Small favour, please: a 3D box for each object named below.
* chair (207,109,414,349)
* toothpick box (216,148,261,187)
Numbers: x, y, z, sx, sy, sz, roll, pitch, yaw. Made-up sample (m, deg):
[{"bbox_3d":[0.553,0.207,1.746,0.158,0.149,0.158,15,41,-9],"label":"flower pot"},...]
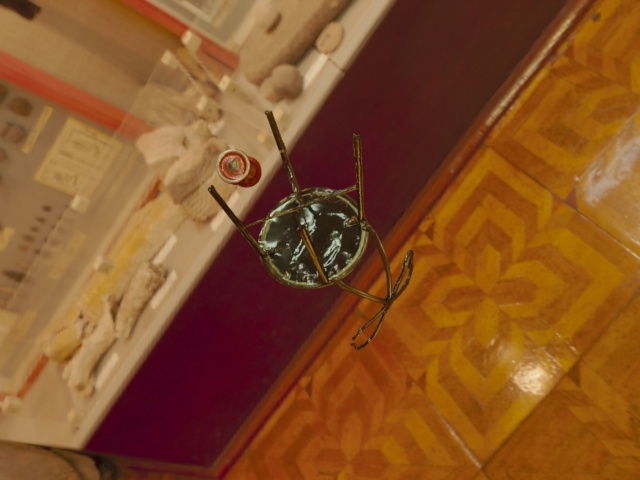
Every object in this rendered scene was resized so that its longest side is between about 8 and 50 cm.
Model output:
[{"bbox_3d":[0.000,0.000,0.934,0.170,0.325,0.159,22,69,25],"label":"chair"},{"bbox_3d":[-0.109,-0.097,0.999,0.047,0.083,0.047,0,89,8],"label":"toothpick box"}]
